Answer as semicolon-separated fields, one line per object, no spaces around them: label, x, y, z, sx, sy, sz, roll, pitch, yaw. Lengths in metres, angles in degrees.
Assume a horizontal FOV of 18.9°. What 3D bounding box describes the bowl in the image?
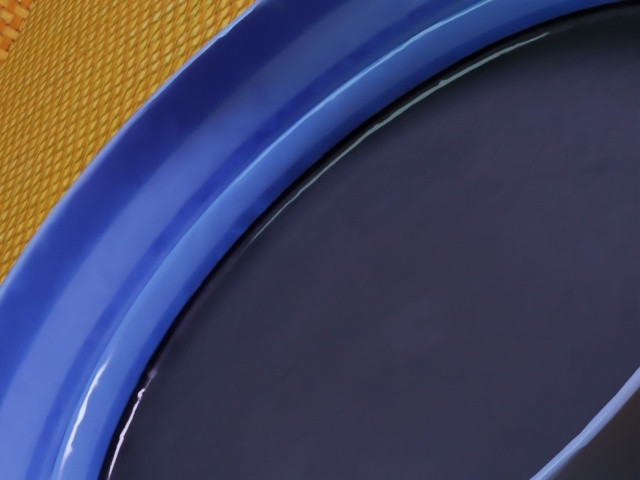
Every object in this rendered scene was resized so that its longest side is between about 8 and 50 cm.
bowl;0.022;0.014;0.680;0.391;0.077;0.391;-32;30;21
